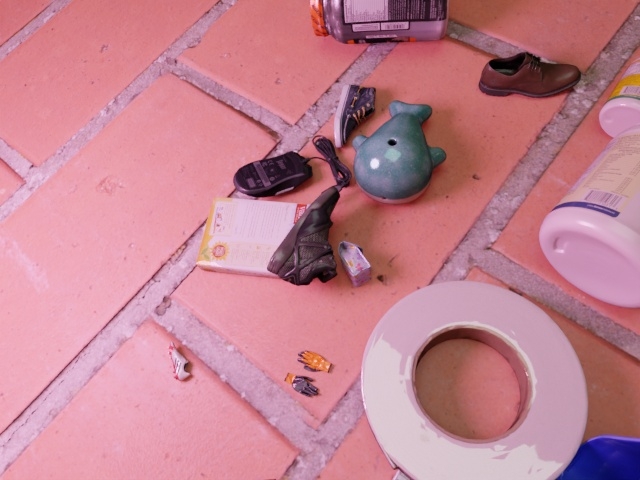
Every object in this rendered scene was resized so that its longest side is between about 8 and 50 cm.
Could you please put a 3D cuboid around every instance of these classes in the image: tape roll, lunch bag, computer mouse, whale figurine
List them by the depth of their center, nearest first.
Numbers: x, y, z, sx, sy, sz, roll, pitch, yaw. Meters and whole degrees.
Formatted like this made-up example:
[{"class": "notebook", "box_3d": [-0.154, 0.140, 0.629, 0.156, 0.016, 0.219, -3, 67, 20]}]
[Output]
[{"class": "tape roll", "box_3d": [0.265, 0.261, 0.906, 0.391, 0.072, 0.392, -3, 62, 6]}, {"class": "lunch bag", "box_3d": [0.070, 0.044, 1.054, 0.053, 0.071, 0.083, -31, 63, -8]}, {"class": "whale figurine", "box_3d": [0.174, -0.217, 1.120, 0.216, 0.141, 0.272, 14, 68, 16]}, {"class": "computer mouse", "box_3d": [-0.058, -0.133, 1.169, 0.261, 0.060, 0.184, -25, 59, -16]}]

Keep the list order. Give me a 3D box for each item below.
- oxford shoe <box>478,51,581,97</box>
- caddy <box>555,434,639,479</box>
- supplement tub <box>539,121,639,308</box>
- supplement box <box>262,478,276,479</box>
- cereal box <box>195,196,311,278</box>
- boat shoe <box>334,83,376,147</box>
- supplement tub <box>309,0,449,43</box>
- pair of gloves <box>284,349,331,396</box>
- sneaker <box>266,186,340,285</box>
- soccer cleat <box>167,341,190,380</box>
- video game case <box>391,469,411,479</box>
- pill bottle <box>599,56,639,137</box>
[{"class": "oxford shoe", "box_3d": [0.494, -0.391, 1.173, 0.227, 0.096, 0.083, -1, 63, 7]}, {"class": "caddy", "box_3d": [0.440, 0.403, 0.690, 0.179, 0.341, 0.241, 25, 70, 1]}, {"class": "supplement tub", "box_3d": [0.593, -0.064, 0.924, 0.235, 0.235, 0.325, 39, 77, 23]}, {"class": "supplement box", "box_3d": [-0.105, 0.468, 0.878, 0.056, 0.083, 0.083, -16, 64, 2]}, {"class": "cereal box", "box_3d": [-0.143, -0.006, 1.127, 0.240, 0.047, 0.173, 6, 67, 11]}, {"class": "boat shoe", "box_3d": [0.085, -0.305, 1.218, 0.083, 0.065, 0.184, 5, 65, 14]}, {"class": "supplement tub", "box_3d": [0.152, -0.610, 1.272, 0.337, 0.207, 0.207, 3, 66, 11]}, {"class": "pair of gloves", "box_3d": [-0.025, 0.264, 1.001, 0.074, 0.010, 0.083, 23, 72, 19]}, {"class": "sneaker", "box_3d": [0.000, 0.000, 1.046, 0.130, 0.087, 0.228, 33, 69, -1]}, {"class": "soccer cleat", "box_3d": [-0.294, 0.249, 1.046, 0.035, 0.029, 0.083, -17, 66, -8]}, {"class": "video game case", "box_3d": [0.200, 0.476, 0.858, 0.190, 0.022, 0.173, 30, 73, 20]}, {"class": "pill bottle", "box_3d": [0.708, -0.326, 1.093, 0.117, 0.118, 0.208, 31, 74, 21]}]
